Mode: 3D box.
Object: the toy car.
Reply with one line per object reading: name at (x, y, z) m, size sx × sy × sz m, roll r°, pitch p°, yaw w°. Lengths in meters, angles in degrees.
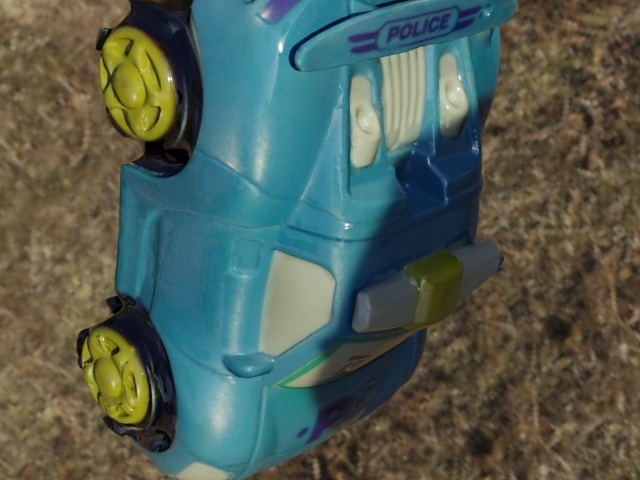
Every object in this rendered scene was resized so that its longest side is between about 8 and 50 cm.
toy car at (0.000, 0.000, 0.640) m, size 0.198 × 0.314 × 0.166 m, roll -18°, pitch 38°, yaw -41°
